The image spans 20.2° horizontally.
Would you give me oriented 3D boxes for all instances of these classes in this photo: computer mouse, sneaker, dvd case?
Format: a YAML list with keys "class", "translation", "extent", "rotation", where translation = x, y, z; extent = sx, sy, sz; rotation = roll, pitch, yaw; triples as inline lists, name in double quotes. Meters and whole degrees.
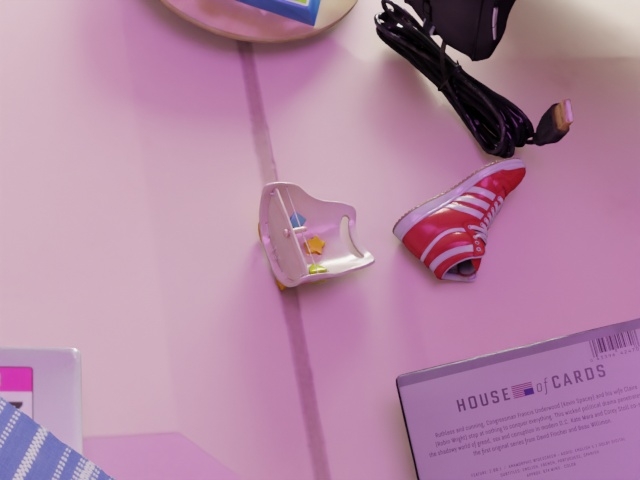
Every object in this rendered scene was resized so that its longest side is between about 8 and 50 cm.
- class: "computer mouse"
  translation: [0.117, -0.149, 1.313]
  extent: [0.060, 0.262, 0.184]
  rotation: [-41, 82, -22]
- class: "sneaker"
  translation: [0.120, -0.012, 1.349]
  extent: [0.118, 0.042, 0.067]
  rotation: [-30, 66, -19]
- class: "dvd case"
  translation: [0.162, 0.183, 1.203]
  extent: [0.179, 0.029, 0.238]
  rotation: [-13, 66, 3]

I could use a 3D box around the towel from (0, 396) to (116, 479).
- class: "towel"
  translation: [-0.110, 0.218, 1.027]
  extent: [0.336, 0.040, 0.243]
  rotation: [37, 14, -9]

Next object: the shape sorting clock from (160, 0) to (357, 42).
- class: "shape sorting clock"
  translation: [-0.060, -0.241, 1.445]
  extent: [0.206, 0.040, 0.206]
  rotation: [7, 55, -10]

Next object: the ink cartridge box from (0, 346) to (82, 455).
- class: "ink cartridge box"
  translation: [-0.286, 0.183, 1.128]
  extent: [0.275, 0.060, 0.239]
  rotation: [1, 58, -12]

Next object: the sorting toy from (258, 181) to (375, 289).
- class: "sorting toy"
  translation: [0.000, 0.000, 1.317]
  extent: [0.075, 0.045, 0.083]
  rotation: [-7, 61, -25]
